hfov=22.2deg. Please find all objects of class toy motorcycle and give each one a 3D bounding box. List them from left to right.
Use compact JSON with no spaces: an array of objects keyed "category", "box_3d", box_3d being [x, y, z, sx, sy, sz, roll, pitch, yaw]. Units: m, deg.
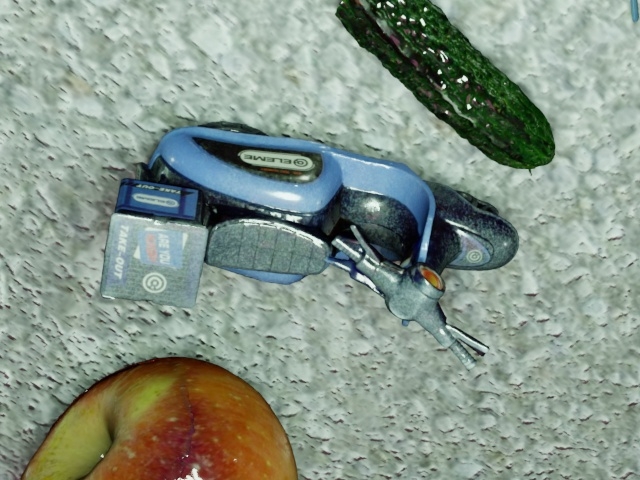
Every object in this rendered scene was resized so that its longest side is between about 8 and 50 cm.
[{"category":"toy motorcycle","box_3d":[0.000,0.000,1.403,0.358,0.213,0.125,8,121,-6]}]

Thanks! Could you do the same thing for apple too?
[{"category":"apple","box_3d":[-0.152,0.238,1.533,0.272,0.251,0.206,-48,123,3]}]

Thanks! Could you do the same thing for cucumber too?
[{"category":"cucumber","box_3d":[0.112,-0.141,1.397,0.077,0.077,0.265,-39,114,21]}]

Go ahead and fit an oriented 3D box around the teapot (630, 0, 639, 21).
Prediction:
[{"category":"teapot","box_3d":[0.304,-0.191,1.391,0.049,0.063,0.083,-30,120,-19]}]
